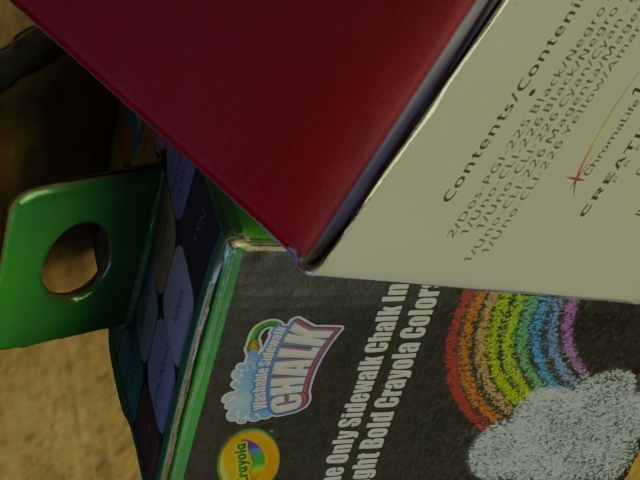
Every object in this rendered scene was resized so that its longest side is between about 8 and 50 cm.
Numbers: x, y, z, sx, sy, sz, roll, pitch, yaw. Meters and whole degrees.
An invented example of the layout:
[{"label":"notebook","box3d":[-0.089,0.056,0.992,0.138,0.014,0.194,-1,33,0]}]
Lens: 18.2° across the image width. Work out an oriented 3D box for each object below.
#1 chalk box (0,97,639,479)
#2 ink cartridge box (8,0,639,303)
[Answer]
[{"label":"chalk box","box3d":[0.000,0.000,0.873,0.289,0.179,0.180,1,134,-19]},{"label":"ink cartridge box","box3d":[-0.039,-0.126,0.560,0.272,0.309,0.130,7,119,-58]}]
